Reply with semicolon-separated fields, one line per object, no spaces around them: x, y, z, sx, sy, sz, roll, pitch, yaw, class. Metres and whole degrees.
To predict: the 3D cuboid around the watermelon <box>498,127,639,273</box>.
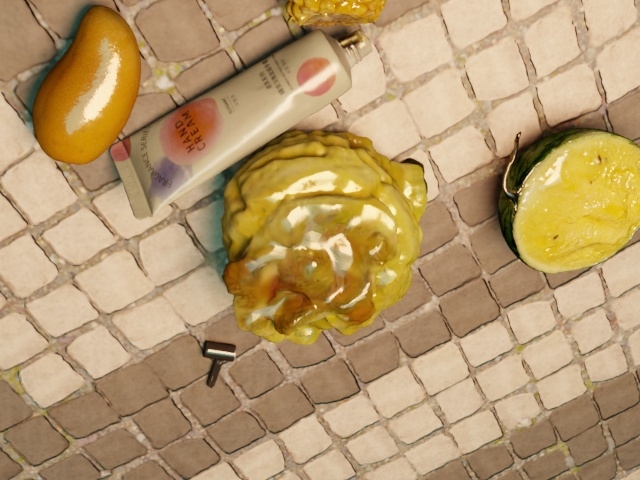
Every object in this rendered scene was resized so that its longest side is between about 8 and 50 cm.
0.329;-0.063;1.008;0.232;0.127;0.204;0;118;-14;watermelon

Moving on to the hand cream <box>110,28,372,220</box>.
-0.092;-0.153;0.876;0.341;0.124;0.078;-30;152;2;hand cream

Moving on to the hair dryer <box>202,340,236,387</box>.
-0.157;0.185;1.095;0.047;0.026;0.083;11;122;-16;hair dryer

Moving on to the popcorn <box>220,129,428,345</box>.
0.000;0.003;0.908;0.293;0.237;0.292;-4;115;-8;popcorn

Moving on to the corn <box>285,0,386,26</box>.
0.055;-0.404;0.759;0.144;0.144;0.387;5;116;-15;corn

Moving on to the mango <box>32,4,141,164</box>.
-0.263;-0.173;0.845;0.102;0.085;0.184;23;100;-19;mango
